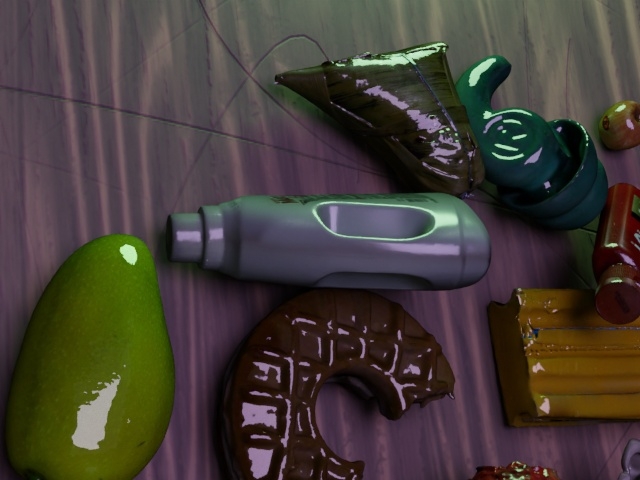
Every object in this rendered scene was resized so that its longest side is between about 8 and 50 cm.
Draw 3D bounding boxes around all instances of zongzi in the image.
[{"bbox_3d":[0.090,-0.153,1.873,0.274,0.125,0.251,-12,72,-28],"label":"zongzi"}]

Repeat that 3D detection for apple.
[{"bbox_3d":[0.498,-0.188,2.135,0.084,0.071,0.084,14,65,-32],"label":"apple"}]

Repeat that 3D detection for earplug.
[{"bbox_3d":[0.322,-0.132,2.000,0.164,0.257,0.280,-44,116,4],"label":"earplug"}]

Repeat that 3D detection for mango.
[{"bbox_3d":[-0.264,0.145,1.560,0.192,0.156,0.343,20,64,-22],"label":"mango"}]

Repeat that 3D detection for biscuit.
[{"bbox_3d":[0.002,0.210,1.707,0.268,0.115,0.366,47,57,-6],"label":"biscuit"}]

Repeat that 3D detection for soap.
[{"bbox_3d":[0.411,0.178,1.946,0.324,0.096,0.204,3,70,-27],"label":"soap"}]

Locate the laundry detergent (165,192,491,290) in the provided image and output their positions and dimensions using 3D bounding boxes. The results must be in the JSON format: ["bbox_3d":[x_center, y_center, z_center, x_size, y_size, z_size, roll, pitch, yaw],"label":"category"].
[{"bbox_3d":[0.000,0.000,1.717,0.398,0.264,0.125,1,101,-15],"label":"laundry detergent"}]

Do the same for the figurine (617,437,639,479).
[{"bbox_3d":[0.492,0.428,1.813,0.308,0.143,0.308,0,107,-1],"label":"figurine"}]

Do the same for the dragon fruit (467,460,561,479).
[{"bbox_3d":[0.257,0.415,1.704,0.241,0.241,0.252,13,102,-24],"label":"dragon fruit"}]

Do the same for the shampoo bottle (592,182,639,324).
[{"bbox_3d":[0.458,0.021,1.949,0.118,0.076,0.314,59,26,-14],"label":"shampoo bottle"}]
